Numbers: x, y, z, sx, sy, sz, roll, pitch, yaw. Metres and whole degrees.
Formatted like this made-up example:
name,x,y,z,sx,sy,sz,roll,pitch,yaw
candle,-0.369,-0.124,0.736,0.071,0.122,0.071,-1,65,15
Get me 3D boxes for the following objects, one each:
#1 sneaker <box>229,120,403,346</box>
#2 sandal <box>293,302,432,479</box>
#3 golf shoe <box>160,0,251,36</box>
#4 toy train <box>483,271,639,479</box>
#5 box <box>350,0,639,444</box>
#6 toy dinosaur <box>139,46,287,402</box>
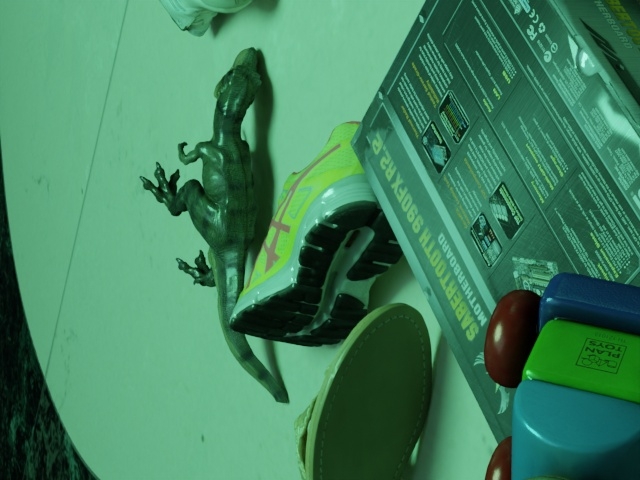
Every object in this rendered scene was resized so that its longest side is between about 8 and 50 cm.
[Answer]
name,x,y,z,sx,sy,sz,roll,pitch,yaw
sneaker,0.000,0.000,0.805,0.208,0.081,0.094,130,146,-51
sandal,0.009,0.140,0.780,0.079,0.088,0.240,29,123,50
golf shoe,-0.089,-0.196,0.962,0.176,0.069,0.086,46,152,53
toy train,0.105,0.150,0.519,0.105,0.143,0.248,13,129,23
box,0.110,-0.026,0.612,0.231,0.056,0.183,66,146,32
toy dinosaur,-0.081,-0.011,0.954,0.118,0.064,0.268,0,97,54
